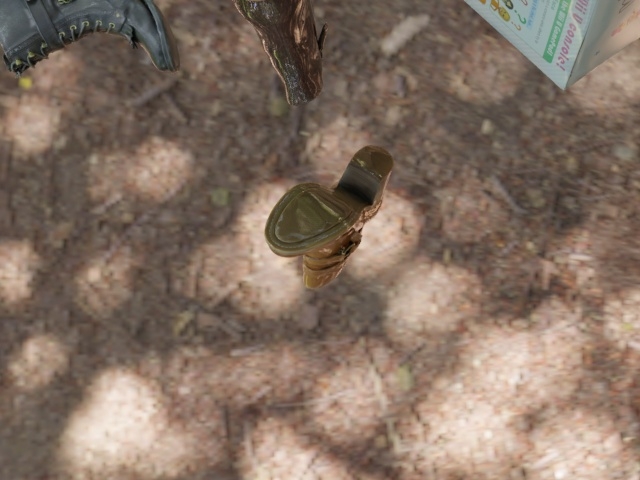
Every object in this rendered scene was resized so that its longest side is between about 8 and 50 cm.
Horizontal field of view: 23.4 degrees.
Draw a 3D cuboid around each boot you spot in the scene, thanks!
[{"bbox_3d":[0.000,0.000,1.614,0.073,0.197,0.152,41,138,16],"label":"boot"},{"bbox_3d":[-0.345,-0.300,2.203,0.229,0.091,0.263,-32,76,-1],"label":"boot"},{"bbox_3d":[-0.053,-0.270,1.444,0.090,0.207,0.248,-13,43,7],"label":"boot"}]

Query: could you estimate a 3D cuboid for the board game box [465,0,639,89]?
[{"bbox_3d":[0.109,-0.279,1.024,0.097,0.224,0.303,-35,69,-20],"label":"board game box"}]
